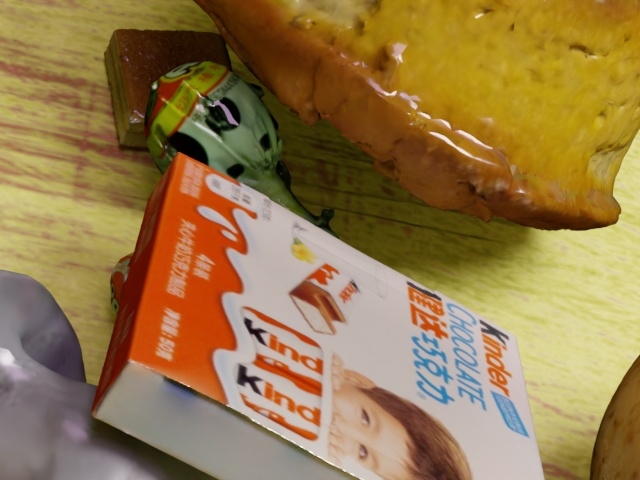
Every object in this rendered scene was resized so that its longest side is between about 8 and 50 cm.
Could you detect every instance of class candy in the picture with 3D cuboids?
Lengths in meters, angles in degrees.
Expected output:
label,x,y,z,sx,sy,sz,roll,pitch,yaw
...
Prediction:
label,x,y,z,sx,sy,sz,roll,pitch,yaw
candy,0.000,0.000,1.113,0.305,0.091,0.083,46,62,0
candy,-0.082,0.005,1.122,0.184,0.049,0.055,-44,112,-49

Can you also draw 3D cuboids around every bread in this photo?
label,x,y,z,sx,sy,sz,roll,pitch,yaw
bread,0.086,-0.173,1.165,0.398,0.215,0.398,30,20,-12
bread,-0.106,-0.111,1.203,0.090,0.035,0.094,2,52,-21

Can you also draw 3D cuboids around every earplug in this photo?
label,x,y,z,sx,sy,sz,roll,pitch,yaw
earplug,-0.140,0.152,0.901,0.325,0.175,0.214,38,33,-1

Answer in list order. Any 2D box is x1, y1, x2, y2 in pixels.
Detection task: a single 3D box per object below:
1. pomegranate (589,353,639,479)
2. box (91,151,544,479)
label,x,y,z,sx,sy,sz,roll,pitch,yaw
pomegranate,0.304,0.155,0.985,0.307,0.307,0.307,11,50,-13
box,0.009,0.076,0.960,0.265,0.048,0.273,29,22,-13
